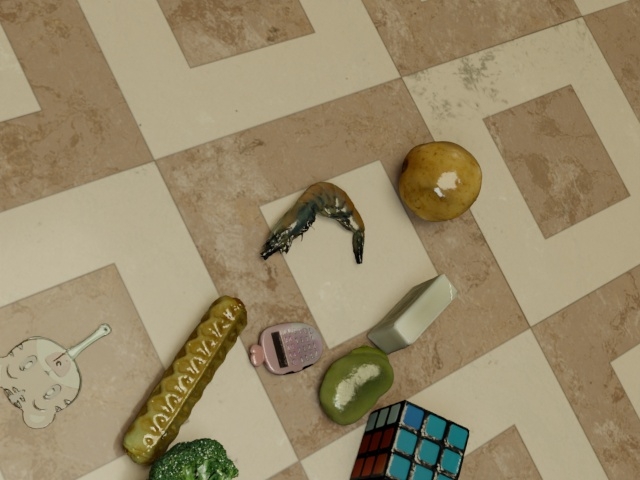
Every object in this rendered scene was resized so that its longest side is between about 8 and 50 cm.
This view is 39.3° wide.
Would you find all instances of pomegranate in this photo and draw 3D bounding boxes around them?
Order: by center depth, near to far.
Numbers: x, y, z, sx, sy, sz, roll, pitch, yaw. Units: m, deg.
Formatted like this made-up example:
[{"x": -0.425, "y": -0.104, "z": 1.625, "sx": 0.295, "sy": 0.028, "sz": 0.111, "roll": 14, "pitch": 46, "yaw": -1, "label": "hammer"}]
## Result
[{"x": 0.275, "y": -0.127, "z": 2.001, "sx": 0.196, "sy": 0.196, "sz": 0.196, "roll": 8, "pitch": 70, "yaw": -23, "label": "pomegranate"}]

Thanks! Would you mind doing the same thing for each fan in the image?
[{"x": -0.471, "y": 0.220, "z": 1.612, "sx": 0.227, "sy": 0.008, "sz": 0.152, "roll": -40, "pitch": 91, "yaw": -30, "label": "fan"}]

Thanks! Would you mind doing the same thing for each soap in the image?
[{"x": 0.196, "y": 0.157, "z": 1.890, "sx": 0.064, "sy": 0.121, "sz": 0.183, "roll": 50, "pitch": 59, "yaw": -4, "label": "soap"}]

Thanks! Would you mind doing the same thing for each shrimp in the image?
[{"x": 0.000, "y": 0.000, "z": 1.891, "sx": 0.198, "sy": 0.051, "sz": 0.262, "roll": 48, "pitch": 57, "yaw": -5, "label": "shrimp"}]

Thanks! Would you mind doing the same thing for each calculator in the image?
[{"x": -0.069, "y": 0.217, "z": 1.799, "sx": 0.166, "sy": 0.024, "sz": 0.103, "roll": -8, "pitch": 77, "yaw": -30, "label": "calculator"}]

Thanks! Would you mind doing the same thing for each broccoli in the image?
[{"x": -0.234, "y": 0.433, "z": 1.556, "sx": 0.195, "sy": 0.195, "sz": 0.156, "roll": -4, "pitch": 45, "yaw": -27, "label": "broccoli"}]

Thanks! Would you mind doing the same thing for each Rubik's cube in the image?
[{"x": 0.175, "y": 0.427, "z": 1.766, "sx": 0.162, "sy": 0.163, "sz": 0.160, "roll": 25, "pitch": 64, "yaw": -12, "label": "Rubik's cube"}]

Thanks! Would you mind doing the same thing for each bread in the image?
[{"x": -0.246, "y": 0.254, "z": 1.672, "sx": 0.084, "sy": 0.077, "sz": 0.367, "roll": 36, "pitch": 62, "yaw": -7, "label": "bread"}]

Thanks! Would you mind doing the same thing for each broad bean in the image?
[{"x": 0.074, "y": 0.288, "z": 1.809, "sx": 0.174, "sy": 0.082, "sz": 0.124, "roll": -34, "pitch": 91, "yaw": -32, "label": "broad bean"}]
